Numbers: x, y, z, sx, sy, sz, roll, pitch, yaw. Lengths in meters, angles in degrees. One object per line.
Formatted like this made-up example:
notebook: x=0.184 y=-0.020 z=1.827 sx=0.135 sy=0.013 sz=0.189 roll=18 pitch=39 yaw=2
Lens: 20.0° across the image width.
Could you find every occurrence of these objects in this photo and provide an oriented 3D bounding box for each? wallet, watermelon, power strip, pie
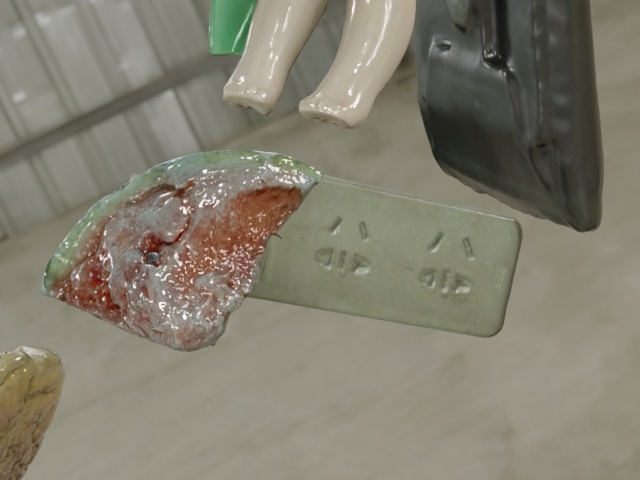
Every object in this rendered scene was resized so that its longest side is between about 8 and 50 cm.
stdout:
wallet: x=0.072 y=-0.135 z=0.781 sx=0.052 sy=0.245 sz=0.168 roll=-11 pitch=18 yaw=-12
watermelon: x=-0.085 y=0.005 z=1.094 sx=0.187 sy=0.071 sz=0.139 roll=-27 pitch=41 yaw=8
power strip: x=0.000 y=0.000 z=1.259 sx=0.288 sy=0.093 sz=0.053 roll=10 pitch=5 yaw=-22
pie: x=-0.264 y=0.161 z=1.393 sx=0.218 sy=0.052 sz=0.185 roll=-46 pitch=-12 yaw=-47

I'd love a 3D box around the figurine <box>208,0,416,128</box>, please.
figurine: x=0.023 y=-0.111 z=0.526 sx=0.083 sy=0.083 sz=0.187 roll=-5 pitch=58 yaw=47
